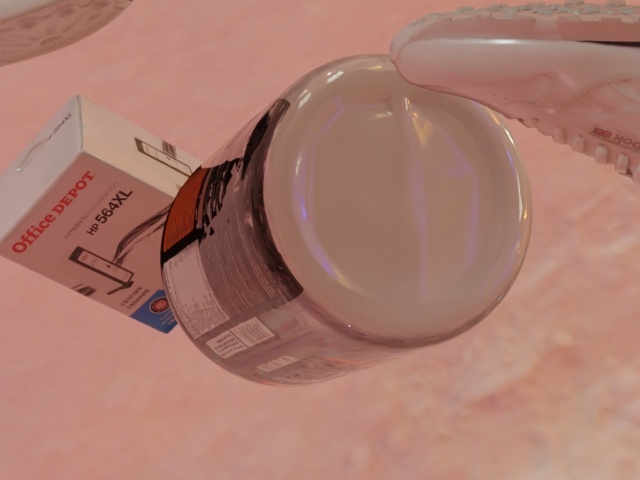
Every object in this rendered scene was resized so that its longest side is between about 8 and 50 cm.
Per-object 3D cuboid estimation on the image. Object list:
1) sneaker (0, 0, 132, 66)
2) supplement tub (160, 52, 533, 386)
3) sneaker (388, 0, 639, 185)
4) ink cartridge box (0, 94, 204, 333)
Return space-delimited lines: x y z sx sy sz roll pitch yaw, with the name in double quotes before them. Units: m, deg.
"sneaker" -0.342 -0.273 1.421 0.130 0.323 0.236 14 59 -73
"supplement tub" 0.000 0.000 1.184 0.207 0.338 0.207 4 79 -18
"sneaker" 0.150 -0.073 0.797 0.235 0.090 0.095 4 107 -1
"ink cartridge box" -0.182 -0.020 1.443 0.203 0.086 0.148 27 122 -32
